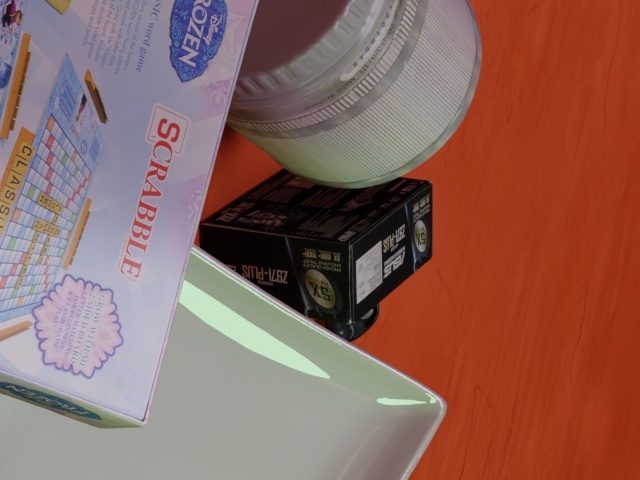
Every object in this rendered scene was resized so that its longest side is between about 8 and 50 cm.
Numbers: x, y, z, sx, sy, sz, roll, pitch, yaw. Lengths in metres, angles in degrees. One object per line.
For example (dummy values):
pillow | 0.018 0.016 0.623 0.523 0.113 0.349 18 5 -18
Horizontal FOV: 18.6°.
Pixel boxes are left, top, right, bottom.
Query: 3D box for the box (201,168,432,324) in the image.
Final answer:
box | 0.000 0.000 1.748 0.180 0.147 0.077 -38 131 -57

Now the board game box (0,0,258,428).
board game box | -0.210 -0.083 1.176 0.318 0.066 0.318 25 71 -30

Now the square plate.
square plate | -0.120 0.184 1.391 0.347 0.049 0.344 33 88 -32

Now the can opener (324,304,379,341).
can opener | 0.023 0.013 1.928 0.059 0.073 0.186 -10 108 -23

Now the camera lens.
camera lens | -0.003 -0.176 1.596 0.274 0.219 0.219 35 66 -63
